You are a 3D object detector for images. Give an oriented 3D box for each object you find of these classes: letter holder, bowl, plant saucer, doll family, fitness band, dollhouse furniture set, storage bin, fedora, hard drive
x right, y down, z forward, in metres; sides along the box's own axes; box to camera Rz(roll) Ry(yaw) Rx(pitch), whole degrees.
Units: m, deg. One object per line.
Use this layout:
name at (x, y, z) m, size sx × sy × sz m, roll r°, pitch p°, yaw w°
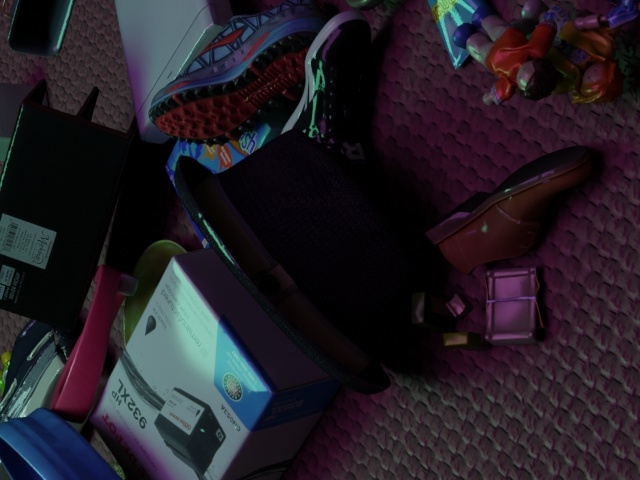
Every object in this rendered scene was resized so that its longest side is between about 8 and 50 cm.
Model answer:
letter holder at (-0.356, -0.068, 2.183) m, size 0.214 × 0.152 × 0.302 m, roll -81°, pitch 10°, yaw -66°
bowl at (-0.277, 0.378, 2.027) m, size 0.391 × 0.077 × 0.391 m, roll 44°, pitch 159°, yaw 22°
plant saucer at (-0.195, 0.119, 2.118) m, size 0.241 × 0.037 × 0.241 m, roll 0°, pitch 90°, yaw 55°
doll family at (0.253, -0.215, 1.426) m, size 0.263 × 0.118 × 0.163 m, roll -56°, pitch 37°, yaw 13°
fitness band at (-0.301, 0.137, 2.089) m, size 0.291 × 0.054 × 0.209 m, roll 174°, pitch 115°, yaw -80°
dollhouse furniture set at (0.170, 0.073, 1.597) m, size 0.151 × 0.058 × 0.076 m, roll -7°, pitch 75°, yaw 36°
storage bin at (-0.448, -0.370, 2.457) m, size 0.135 × 0.098 × 0.091 m, roll -69°, pitch 29°, yaw 27°
fedora at (0.000, 0.000, 1.685) m, size 0.152 × 0.334 × 0.334 m, roll -41°, pitch 49°, yaw 7°
hard drive at (-0.206, -0.338, 2.092) m, size 0.233 × 0.047 × 0.353 m, roll -51°, pitch 42°, yaw 43°

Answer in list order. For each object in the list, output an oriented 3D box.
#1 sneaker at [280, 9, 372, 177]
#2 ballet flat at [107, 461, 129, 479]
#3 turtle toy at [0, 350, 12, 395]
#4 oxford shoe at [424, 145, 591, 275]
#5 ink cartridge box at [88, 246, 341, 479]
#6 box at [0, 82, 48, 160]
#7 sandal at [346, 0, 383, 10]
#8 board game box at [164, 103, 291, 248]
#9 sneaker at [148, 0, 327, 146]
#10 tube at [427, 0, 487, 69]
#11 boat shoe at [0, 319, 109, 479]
sneaker at (0.030, -0.141, 1.767) m, size 0.121 × 0.079 × 0.217 m, roll 57°, pitch 142°, yaw 34°
ballet flat at (-0.351, 0.374, 2.315) m, size 0.206 × 0.067 × 0.073 m, roll -35°, pitch 60°, yaw 50°
turtle toy at (-0.464, 0.220, 2.484) m, size 0.130 × 0.066 × 0.095 m, roll -56°, pitch 48°, yaw 38°
oxford shoe at (0.197, -0.028, 1.537) m, size 0.076 × 0.076 × 0.212 m, roll 54°, pitch 138°, yaw -1°
ink cartridge box at (-0.131, 0.188, 1.908) m, size 0.223 × 0.129 × 0.307 m, roll 51°, pitch 131°, yaw 25°
box at (-0.491, -0.186, 2.499) m, size 0.087 × 0.102 × 0.101 m, roll -33°, pitch 62°, yaw 49°
sandal at (0.029, -0.398, 1.754) m, size 0.120 × 0.086 × 0.303 m, roll -23°, pitch 71°, yaw 53°
board game box at (-0.116, -0.115, 1.997) m, size 0.210 × 0.047 × 0.160 m, roll -60°, pitch 44°, yaw 34°
sneaker at (-0.091, -0.206, 1.886) m, size 0.261 × 0.104 × 0.125 m, roll -24°, pitch 42°, yaw 25°
tube at (0.127, -0.288, 1.651) m, size 0.080 × 0.052 × 0.207 m, roll -49°, pitch 57°, yaw 56°
boat shoe at (-0.440, 0.263, 2.389) m, size 0.340 × 0.127 × 0.158 m, roll -54°, pitch 39°, yaw 17°
